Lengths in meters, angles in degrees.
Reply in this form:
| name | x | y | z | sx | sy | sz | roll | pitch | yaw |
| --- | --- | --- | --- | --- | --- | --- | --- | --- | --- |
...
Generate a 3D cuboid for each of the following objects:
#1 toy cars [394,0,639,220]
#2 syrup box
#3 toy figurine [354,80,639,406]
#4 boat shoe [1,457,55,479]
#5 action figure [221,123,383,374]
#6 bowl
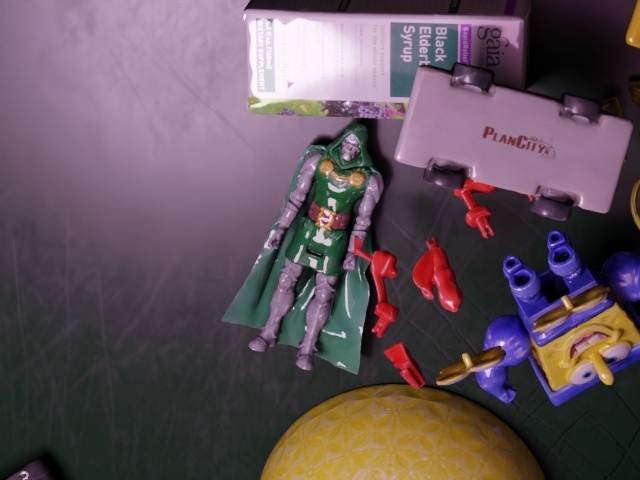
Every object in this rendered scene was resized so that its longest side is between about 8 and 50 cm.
| name | x | y | z | sx | sy | sz | roll | pitch | yaw |
| --- | --- | --- | --- | --- | --- | --- | --- | --- | --- |
| toy cars | 0.242 | -0.132 | 1.586 | 0.393 | 0.087 | 0.176 | -26 | 105 | -3 |
| syrup box | 0.059 | -0.161 | 1.658 | 0.237 | 0.096 | 0.093 | 3 | 113 | 9 |
| toy figurine | 0.234 | 0.035 | 1.710 | 0.362 | 0.191 | 0.217 | -31 | 140 | 3 |
| boat shoe | -0.360 | 0.268 | 1.916 | 0.228 | 0.080 | 0.076 | -19 | 90 | 19 |
| action figure | 0.000 | 0.000 | 1.755 | 0.137 | 0.063 | 0.232 | 19 | 110 | 5 |
| bowl | 0.069 | 0.295 | 1.808 | 0.289 | 0.156 | 0.289 | 3 | 113 | 8 |
